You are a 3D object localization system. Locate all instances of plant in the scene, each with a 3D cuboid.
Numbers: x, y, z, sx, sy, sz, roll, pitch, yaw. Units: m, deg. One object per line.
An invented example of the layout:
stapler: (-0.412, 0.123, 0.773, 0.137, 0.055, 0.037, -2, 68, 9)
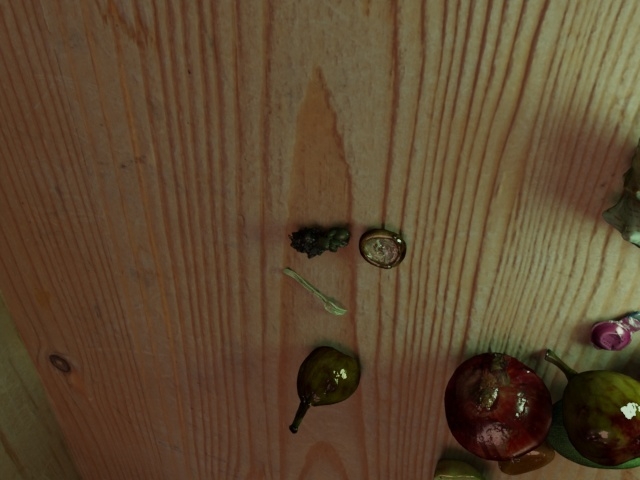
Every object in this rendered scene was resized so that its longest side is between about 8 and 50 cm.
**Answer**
plant: (0.000, 0.000, 1.627, 0.174, 0.087, 0.085, -5, 159, 27)

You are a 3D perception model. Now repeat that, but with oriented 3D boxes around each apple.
apple: (0.452, 0.793, 2.019, 0.193, 0.120, 0.265, 4, 132, 8)

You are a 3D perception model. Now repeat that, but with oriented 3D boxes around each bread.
bread: (0.602, 0.631, 1.831, 0.114, 0.077, 0.189, 25, 137, -21)

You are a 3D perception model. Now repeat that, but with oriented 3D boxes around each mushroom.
mushroom: (0.157, 0.017, 1.572, 0.123, 0.052, 0.123, 9, 129, 11)

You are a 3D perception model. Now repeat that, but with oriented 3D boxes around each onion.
onion: (0.450, 0.424, 1.601, 0.276, 0.276, 0.276, 15, 132, 17)

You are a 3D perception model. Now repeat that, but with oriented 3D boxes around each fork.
fork: (-0.018, 0.150, 1.791, 0.219, 0.028, 0.034, 37, 138, -5)

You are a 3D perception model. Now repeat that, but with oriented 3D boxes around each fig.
fig: (0.640, 0.360, 1.467, 0.216, 0.321, 0.217, -8, 125, -12)
fig: (-0.006, 0.431, 1.861, 0.190, 0.290, 0.191, 8, 106, 31)

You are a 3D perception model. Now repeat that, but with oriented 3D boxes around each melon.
melon: (0.697, 0.484, 1.583, 0.287, 0.182, 0.182, -5, 124, 29)

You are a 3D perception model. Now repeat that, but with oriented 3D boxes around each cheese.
cheese: (0.697, 0.214, 1.459, 0.095, 0.038, 0.145, 38, 128, -8)

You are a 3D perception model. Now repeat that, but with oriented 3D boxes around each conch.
conch: (0.649, -0.041, 1.190, 0.203, 0.169, 0.386, 17, 137, 50)
